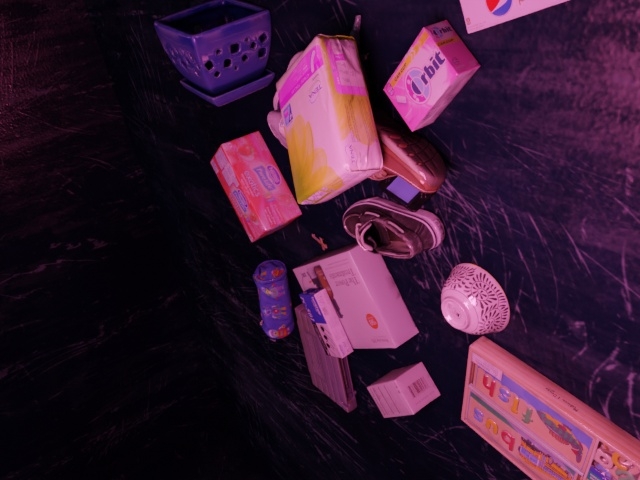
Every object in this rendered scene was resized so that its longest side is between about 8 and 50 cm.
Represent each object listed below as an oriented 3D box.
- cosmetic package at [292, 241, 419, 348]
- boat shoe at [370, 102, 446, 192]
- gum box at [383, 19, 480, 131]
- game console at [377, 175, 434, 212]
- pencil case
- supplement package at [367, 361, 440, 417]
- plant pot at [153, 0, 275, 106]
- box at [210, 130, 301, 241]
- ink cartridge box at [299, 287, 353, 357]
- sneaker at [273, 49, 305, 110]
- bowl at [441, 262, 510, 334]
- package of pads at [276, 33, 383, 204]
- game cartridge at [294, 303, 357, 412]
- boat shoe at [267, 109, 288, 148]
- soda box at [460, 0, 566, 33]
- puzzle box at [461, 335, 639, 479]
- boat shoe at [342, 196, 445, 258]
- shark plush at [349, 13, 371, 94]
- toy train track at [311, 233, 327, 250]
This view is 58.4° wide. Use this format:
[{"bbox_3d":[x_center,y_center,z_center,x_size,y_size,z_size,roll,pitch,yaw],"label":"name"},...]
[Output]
[{"bbox_3d":[0.086,0.166,1.645,0.284,0.097,0.377,62,153,-3],"label":"cosmetic package"},{"bbox_3d":[0.138,-0.183,1.204,0.324,0.123,0.116,51,130,41],"label":"boat shoe"},{"bbox_3d":[0.201,-0.300,1.075,0.107,0.062,0.188,58,152,11],"label":"gum box"},{"bbox_3d":[0.188,-0.140,1.233,0.122,0.107,0.071,41,174,37],"label":"game console"},{"bbox_3d":[-0.170,0.220,2.097,0.119,0.133,0.306,-97,2,-56],"label":"pencil case"},{"bbox_3d":[0.229,0.421,1.602,0.105,0.105,0.179,60,153,7],"label":"supplement package"},{"bbox_3d":[-0.271,-0.505,1.546,0.236,0.236,0.212,35,147,42],"label":"plant pot"},{"bbox_3d":[-0.205,-0.168,1.806,0.300,0.142,0.154,62,153,2],"label":"box"},{"bbox_3d":[0.016,0.241,1.679,0.097,0.046,0.207,-10,106,61],"label":"ink cartridge box"},{"bbox_3d":[-0.036,-0.334,1.433,0.163,0.086,0.226,57,152,15],"label":"sneaker"},{"bbox_3d":[0.316,0.142,1.240,0.170,0.080,0.170,39,143,37],"label":"bowl"},{"bbox_3d":[0.013,-0.246,1.190,0.229,0.101,0.297,-26,74,59],"label":"package of pads"},{"bbox_3d":[0.020,0.405,2.006,0.230,0.068,0.355,31,138,52],"label":"game cartridge"},{"bbox_3d":[-0.064,-0.267,1.454,0.081,0.079,0.227,31,176,27],"label":"boat shoe"},{"bbox_3d":[0.306,-0.365,0.825,0.216,0.074,0.069,5,118,59],"label":"soda box"},{"bbox_3d":[0.479,0.417,1.226,0.409,0.052,0.272,35,142,43],"label":"puzzle box"},{"bbox_3d":[0.138,-0.029,1.357,0.335,0.119,0.121,7,120,58],"label":"boat shoe"},{"bbox_3d":[0.083,-0.400,1.239,0.067,0.073,0.161,17,109,30],"label":"shark plush"},{"bbox_3d":[0.000,0.000,1.738,0.083,0.014,0.048,39,152,48],"label":"toy train track"}]
